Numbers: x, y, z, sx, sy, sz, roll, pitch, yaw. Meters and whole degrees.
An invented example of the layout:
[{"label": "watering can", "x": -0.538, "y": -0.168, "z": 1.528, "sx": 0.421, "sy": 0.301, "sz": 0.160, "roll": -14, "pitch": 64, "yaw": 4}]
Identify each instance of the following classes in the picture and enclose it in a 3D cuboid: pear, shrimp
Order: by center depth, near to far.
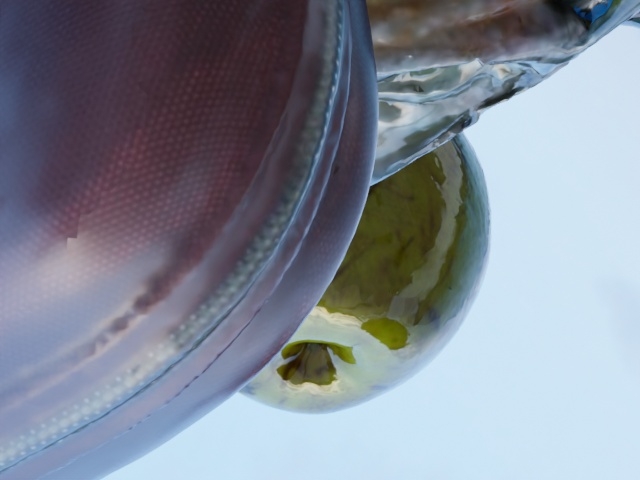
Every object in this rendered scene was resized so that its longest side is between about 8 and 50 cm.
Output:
[{"label": "shrimp", "x": -0.009, "y": -0.090, "z": 0.755, "sx": 0.221, "sy": 0.445, "sz": 0.110, "roll": 40, "pitch": -152, "yaw": -62}, {"label": "pear", "x": 0.000, "y": 0.000, "z": 1.203, "sx": 0.283, "sy": 0.283, "sz": 0.284, "roll": 41, "pitch": -155, "yaw": -23}]

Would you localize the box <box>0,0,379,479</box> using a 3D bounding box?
[{"label": "box", "x": -0.114, "y": -0.109, "z": 0.476, "sx": 0.108, "sy": 0.263, "sz": 0.404, "roll": 33, "pitch": -142, "yaw": -48}]
